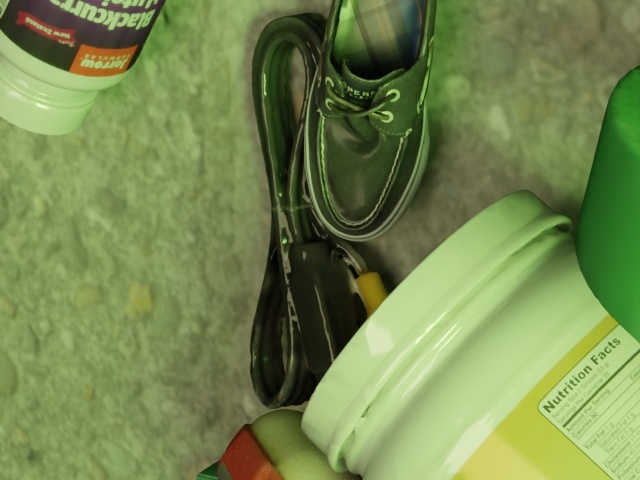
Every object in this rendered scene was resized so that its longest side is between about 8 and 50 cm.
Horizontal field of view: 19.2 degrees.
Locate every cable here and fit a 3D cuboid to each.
[{"bbox_3d":[0.000,0.000,1.238,0.139,0.072,0.287,-13,86,49],"label":"cable"}]

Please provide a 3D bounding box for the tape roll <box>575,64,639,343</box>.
[{"bbox_3d":[0.281,0.002,0.863,0.321,0.321,0.077,24,118,26],"label":"tape roll"}]

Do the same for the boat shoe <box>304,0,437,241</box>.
[{"bbox_3d":[0.034,-0.106,1.125,0.080,0.076,0.228,17,105,11],"label":"boat shoe"}]

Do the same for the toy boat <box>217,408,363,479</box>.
[{"bbox_3d":[0.000,0.229,1.195,0.151,0.151,0.231,-41,114,-1],"label":"toy boat"}]

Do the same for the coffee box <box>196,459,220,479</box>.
[{"bbox_3d":[-0.026,0.250,1.332,0.113,0.040,0.184,5,109,32],"label":"coffee box"}]

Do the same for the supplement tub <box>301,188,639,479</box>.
[{"bbox_3d":[0.166,0.145,1.049,0.316,0.228,0.228,43,125,15],"label":"supplement tub"}]

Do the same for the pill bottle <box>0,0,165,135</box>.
[{"bbox_3d":[-0.156,-0.166,1.236,0.108,0.108,0.193,41,125,16],"label":"pill bottle"}]
